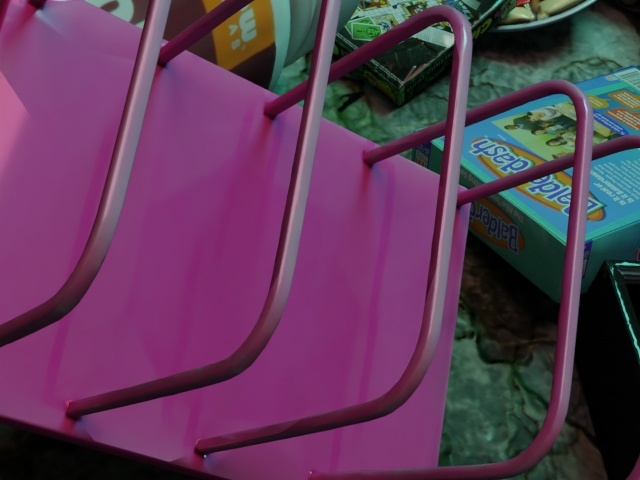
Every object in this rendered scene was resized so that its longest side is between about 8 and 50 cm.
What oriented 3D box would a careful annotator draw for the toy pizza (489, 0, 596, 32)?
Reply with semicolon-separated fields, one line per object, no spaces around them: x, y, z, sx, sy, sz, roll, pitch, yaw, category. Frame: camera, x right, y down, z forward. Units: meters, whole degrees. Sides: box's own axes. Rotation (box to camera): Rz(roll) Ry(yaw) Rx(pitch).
0.158;-0.252;0.958;0.201;0.032;0.201;-7;53;9;toy pizza

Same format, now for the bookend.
0.245;0.095;0.675;0.156;0.072;0.157;4;48;-10;bookend

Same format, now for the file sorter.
0.000;0.000;0.516;0.290;0.182;0.202;23;65;-30;file sorter

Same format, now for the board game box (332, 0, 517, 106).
0.017;-0.224;0.923;0.136;0.030;0.259;-42;66;-14;board game box

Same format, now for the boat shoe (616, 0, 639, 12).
0.304;-0.244;0.975;0.123;0.123;0.342;7;53;-8;boat shoe

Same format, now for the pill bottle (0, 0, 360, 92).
-0.161;-0.127;0.686;0.224;0.224;0.392;36;51;20;pill bottle

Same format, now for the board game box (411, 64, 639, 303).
0.192;-0.047;0.791;0.210;0.047;0.160;-18;41;-27;board game box
